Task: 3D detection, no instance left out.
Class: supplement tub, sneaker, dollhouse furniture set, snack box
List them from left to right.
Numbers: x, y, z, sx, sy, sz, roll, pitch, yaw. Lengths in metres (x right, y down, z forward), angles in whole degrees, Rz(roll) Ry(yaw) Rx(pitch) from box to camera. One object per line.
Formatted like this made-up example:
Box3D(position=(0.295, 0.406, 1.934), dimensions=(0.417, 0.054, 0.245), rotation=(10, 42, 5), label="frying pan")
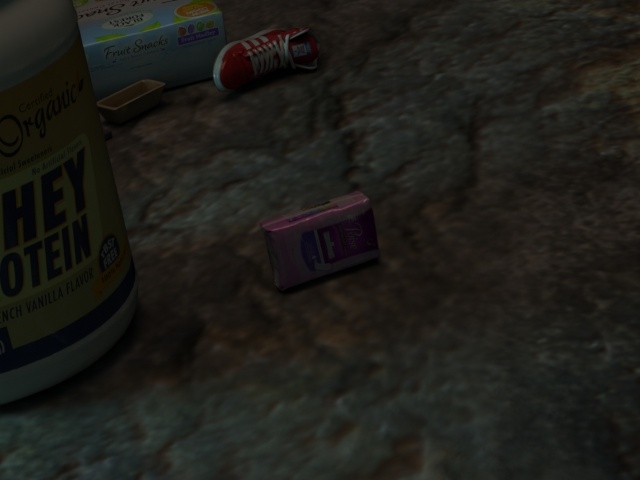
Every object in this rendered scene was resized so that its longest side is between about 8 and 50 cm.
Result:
Box3D(position=(-0.264, -0.064, 1.303), dimensions=(0.228, 0.316, 0.228), rotation=(-9, 26, 4), label="supplement tub")
Box3D(position=(-0.209, -0.147, 1.716), dimensions=(0.091, 0.081, 0.114), rotation=(17, 37, 42), label="dollhouse furniture set")
Box3D(position=(-0.195, -0.204, 1.840), dimensions=(0.174, 0.070, 0.207), rotation=(-15, 28, -12), label="snack box")
Box3D(position=(-0.046, -0.169, 1.744), dimensions=(0.067, 0.042, 0.118), rotation=(3, 27, 32), label="sneaker")

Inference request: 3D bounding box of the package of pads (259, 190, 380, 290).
Box3D(position=(0.000, 0.000, 1.379), dimensions=(0.083, 0.050, 0.032), rotation=(-18, 22, -15), label="package of pads")
